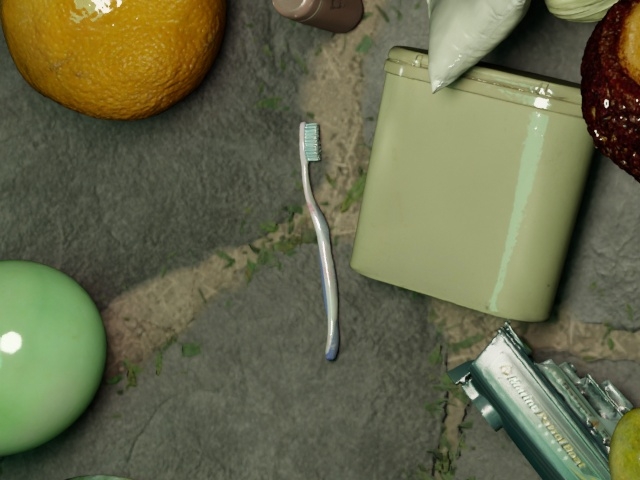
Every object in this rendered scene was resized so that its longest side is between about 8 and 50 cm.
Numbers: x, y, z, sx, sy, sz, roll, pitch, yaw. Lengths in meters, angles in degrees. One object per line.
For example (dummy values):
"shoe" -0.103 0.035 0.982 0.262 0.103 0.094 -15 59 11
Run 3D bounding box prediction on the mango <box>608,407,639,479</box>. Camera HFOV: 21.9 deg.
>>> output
"mango" 0.405 0.266 1.573 0.289 0.129 0.146 18 104 2

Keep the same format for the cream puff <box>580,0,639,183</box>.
"cream puff" 0.364 -0.143 1.579 0.239 0.165 0.239 -3 51 4

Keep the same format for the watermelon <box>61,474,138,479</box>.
"watermelon" -0.257 0.409 1.889 0.213 0.261 0.201 3 120 21

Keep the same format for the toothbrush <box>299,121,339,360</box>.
"toothbrush" 0.000 0.000 1.851 0.027 0.021 0.269 -7 88 30

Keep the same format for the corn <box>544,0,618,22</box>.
"corn" 0.348 -0.323 1.630 0.305 0.122 0.123 -30 56 24

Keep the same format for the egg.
"egg" -0.372 0.139 1.913 0.270 0.220 0.220 -35 76 28

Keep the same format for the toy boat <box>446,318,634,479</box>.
"toy boat" 0.269 0.205 1.676 0.122 0.114 0.296 -42 80 2

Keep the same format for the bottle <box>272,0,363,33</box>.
"bottle" -0.002 -0.256 1.784 0.053 0.140 0.053 0 90 26

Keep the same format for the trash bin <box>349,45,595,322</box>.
"trash bin" 0.158 -0.062 1.727 0.243 0.121 0.247 17 100 23

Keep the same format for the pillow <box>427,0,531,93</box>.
"pillow" 0.150 -0.265 1.676 0.144 0.078 0.254 -44 30 30

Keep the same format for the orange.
"orange" -0.229 -0.267 1.841 0.264 0.264 0.264 0 90 25
